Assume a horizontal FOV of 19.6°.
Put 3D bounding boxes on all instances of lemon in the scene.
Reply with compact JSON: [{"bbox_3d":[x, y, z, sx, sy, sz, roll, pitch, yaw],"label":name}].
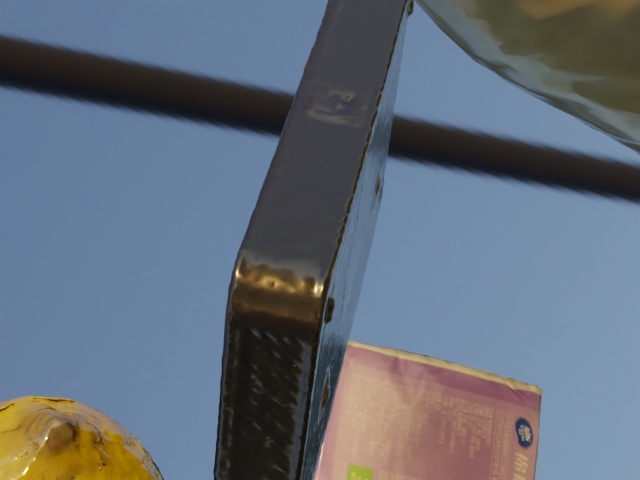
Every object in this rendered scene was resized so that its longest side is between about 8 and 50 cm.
[{"bbox_3d":[-0.178,0.187,1.136,0.180,0.193,0.180,24,-127,-36],"label":"lemon"}]

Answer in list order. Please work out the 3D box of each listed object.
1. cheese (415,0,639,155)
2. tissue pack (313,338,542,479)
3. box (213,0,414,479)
[{"bbox_3d":[0.148,-0.080,0.574,0.328,0.129,0.351,-22,-88,-49],"label":"cheese"},{"bbox_3d":[0.067,0.279,1.770,0.242,0.160,0.338,16,-111,-19],"label":"tissue pack"},{"bbox_3d":[0.000,0.000,1.131,0.350,0.058,0.211,-75,-8,-50],"label":"box"}]
